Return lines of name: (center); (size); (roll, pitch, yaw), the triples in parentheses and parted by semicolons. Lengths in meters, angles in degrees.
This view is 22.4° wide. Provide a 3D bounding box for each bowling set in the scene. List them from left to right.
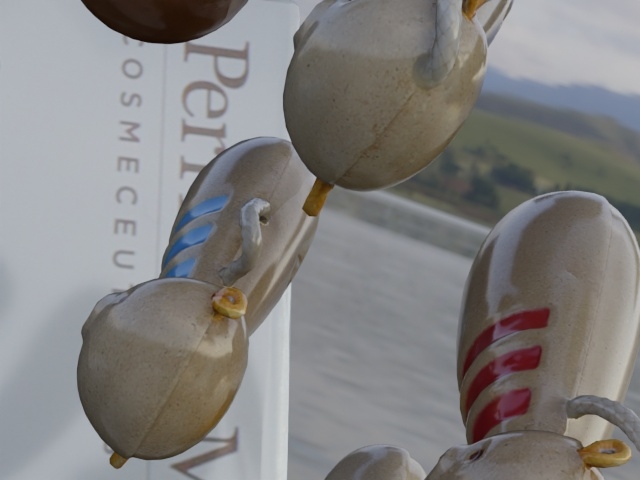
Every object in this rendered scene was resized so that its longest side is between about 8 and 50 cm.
bowling set: (0.000, 0.000, 0.395); (0.200, 0.287, 0.154); (31, 30, -4)

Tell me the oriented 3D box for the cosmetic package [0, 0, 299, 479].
cosmetic package: (-0.246, 0.066, 0.707); (0.394, 0.329, 0.327); (6, -16, -20)
